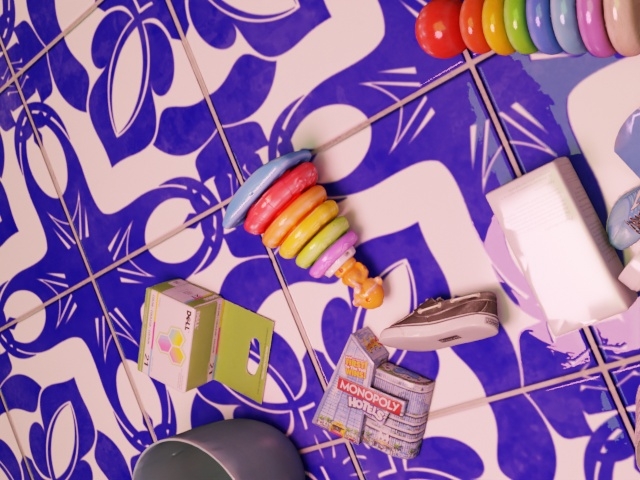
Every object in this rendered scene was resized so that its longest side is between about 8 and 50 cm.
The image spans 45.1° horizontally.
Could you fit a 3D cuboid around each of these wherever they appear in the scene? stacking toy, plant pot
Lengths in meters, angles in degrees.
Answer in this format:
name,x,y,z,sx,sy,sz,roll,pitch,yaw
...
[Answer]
name,x,y,z,sx,sy,sz,roll,pitch,yaw
stacking toy,0.000,0.000,1.315,0.302,0.165,0.175,45,109,5
stacking toy,0.279,-0.310,1.075,0.330,0.141,0.141,1,100,37
plant pot,-0.165,0.470,1.444,0.292,0.235,0.293,6,102,33

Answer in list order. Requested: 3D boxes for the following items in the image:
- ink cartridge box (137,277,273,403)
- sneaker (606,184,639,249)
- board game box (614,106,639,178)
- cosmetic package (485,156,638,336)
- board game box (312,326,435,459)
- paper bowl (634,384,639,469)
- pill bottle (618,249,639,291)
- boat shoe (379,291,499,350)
name,x,y,z,sx,sy,sz,roll,pitch,yaw
ink cartridge box,-0.229,0.207,1.520,0.255,0.097,0.189,19,109,30
sneaker,0.436,-0.044,1.033,0.063,0.073,0.162,34,133,7
board game box,0.483,-0.122,1.023,0.169,0.033,0.133,45,133,-4
cosmetic package,0.348,0.007,1.113,0.117,0.085,0.231,-27,86,34
board game box,0.093,0.260,1.341,0.194,0.060,0.194,18,109,29
paper bowl,0.528,0.256,0.923,0.284,0.148,0.284,13,138,12
pill bottle,0.503,0.080,1.003,0.208,0.117,0.118,41,118,20
boat shoe,0.191,0.131,1.252,0.219,0.077,0.070,-16,55,38
